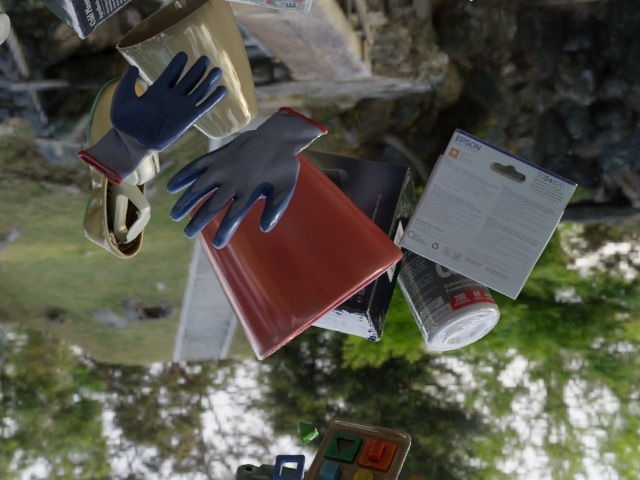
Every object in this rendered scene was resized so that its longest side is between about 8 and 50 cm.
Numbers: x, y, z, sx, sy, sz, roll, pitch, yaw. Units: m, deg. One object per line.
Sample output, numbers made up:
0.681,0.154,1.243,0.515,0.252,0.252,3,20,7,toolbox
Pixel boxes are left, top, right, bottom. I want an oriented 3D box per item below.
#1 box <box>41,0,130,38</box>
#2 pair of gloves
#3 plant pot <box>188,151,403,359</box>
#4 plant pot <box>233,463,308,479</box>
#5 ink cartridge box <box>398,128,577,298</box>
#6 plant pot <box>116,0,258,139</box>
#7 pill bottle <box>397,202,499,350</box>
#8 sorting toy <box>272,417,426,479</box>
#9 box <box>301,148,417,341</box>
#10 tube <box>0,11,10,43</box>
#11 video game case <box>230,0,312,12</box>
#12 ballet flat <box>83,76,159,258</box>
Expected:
-0.341,-0.520,1.323,0.312,0.343,0.179,-44,166,-16,box
-0.101,-0.082,0.791,0.198,0.023,0.159,30,-123,15,pair of gloves
-0.050,0.004,1.418,0.275,0.243,0.275,-35,175,-4,plant pot
-0.093,0.674,2.036,0.341,0.334,0.341,12,175,1,plant pot
0.275,-0.046,1.567,0.223,0.224,0.045,26,-160,2,ink cartridge box
-0.254,-0.364,2.028,0.256,0.274,0.256,-24,-153,13,plant pot
0.240,0.070,1.957,0.161,0.283,0.161,-17,150,-11,pill bottle
0.068,0.445,1.877,0.347,0.047,0.196,7,-131,24,sorting toy
0.000,0.000,1.788,0.294,0.296,0.183,11,159,16,box
-0.575,-0.356,1.437,0.207,0.052,0.080,23,163,8,tube
-0.096,-0.364,1.164,0.206,0.026,0.227,7,161,-8,video game case
-0.200,-0.069,0.991,0.073,0.232,0.080,42,-128,18,ballet flat
